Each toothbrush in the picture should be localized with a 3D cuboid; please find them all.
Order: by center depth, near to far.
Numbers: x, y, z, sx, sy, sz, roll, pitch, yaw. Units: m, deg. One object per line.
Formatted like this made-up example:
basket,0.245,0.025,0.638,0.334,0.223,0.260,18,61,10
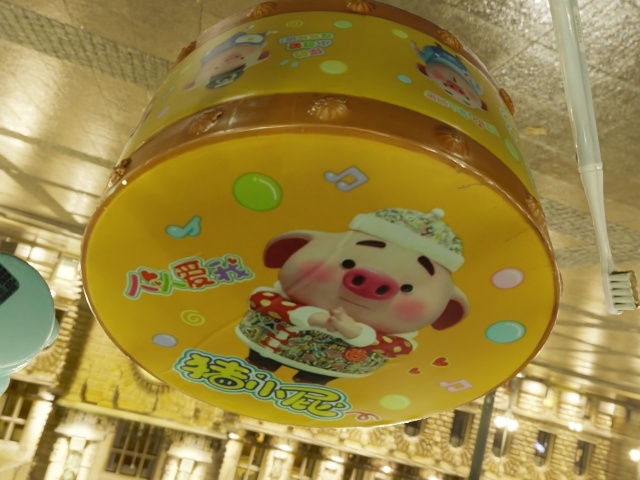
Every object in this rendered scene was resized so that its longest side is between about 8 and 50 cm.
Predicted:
toothbrush,0.269,-0.096,0.521,0.025,0.343,0.030,-7,175,-31

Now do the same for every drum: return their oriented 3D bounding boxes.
drum,0.000,0.000,0.525,0.430,0.214,0.431,2,135,2

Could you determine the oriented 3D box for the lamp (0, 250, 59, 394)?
lamp,-0.550,0.097,0.828,0.147,0.209,0.284,1,124,16
